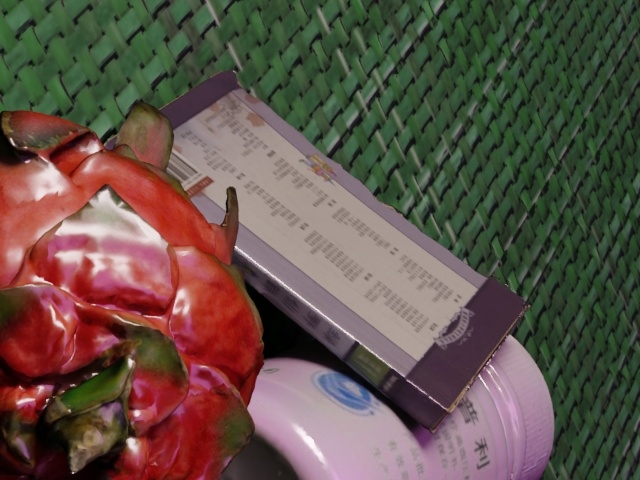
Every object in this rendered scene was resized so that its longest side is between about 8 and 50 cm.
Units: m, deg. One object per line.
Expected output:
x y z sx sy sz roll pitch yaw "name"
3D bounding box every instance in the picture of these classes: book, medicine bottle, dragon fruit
0.000 0.001 1.101 0.231 0.026 0.157 38 30 6 "book"
0.020 0.126 1.112 0.254 0.152 0.152 -19 98 -55 "medicine bottle"
-0.121 0.037 0.906 0.274 0.192 0.193 -108 -148 -62 "dragon fruit"
